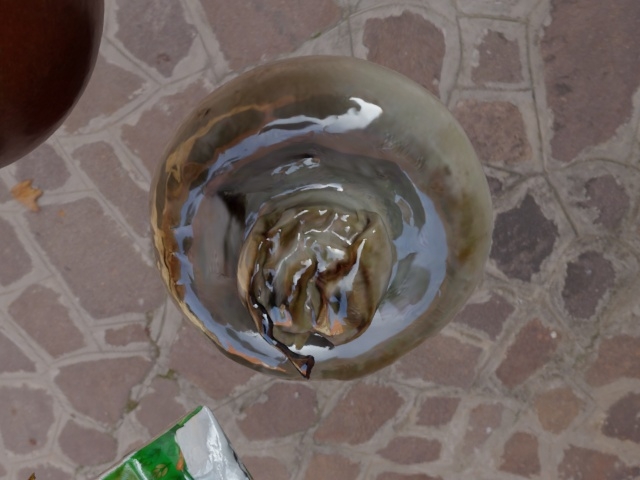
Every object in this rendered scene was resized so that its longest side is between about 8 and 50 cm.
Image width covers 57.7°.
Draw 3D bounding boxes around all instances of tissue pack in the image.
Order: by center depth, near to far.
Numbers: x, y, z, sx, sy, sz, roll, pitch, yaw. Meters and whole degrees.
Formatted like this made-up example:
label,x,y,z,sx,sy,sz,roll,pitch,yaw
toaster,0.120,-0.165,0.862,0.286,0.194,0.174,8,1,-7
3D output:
label,x,y,z,sx,sy,sz,roll,pitch,yaw
tissue pack,-0.142,0.324,0.720,0.156,0.148,0.209,-39,83,29

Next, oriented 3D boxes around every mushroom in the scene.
label,x,y,z,sx,sy,sz,roll,pitch,yaw
mushroom,0.000,0.000,0.598,0.362,0.294,0.362,1,116,1

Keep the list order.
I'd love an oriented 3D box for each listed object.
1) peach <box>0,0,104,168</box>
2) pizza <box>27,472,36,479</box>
label,x,y,z,sx,sy,sz,roll,pitch,yaw
peach,-0.265,-0.151,0.341,0.253,0.252,0.252,3,115,7
pizza,-0.316,0.295,0.629,0.016,0.037,0.083,5,79,-4
